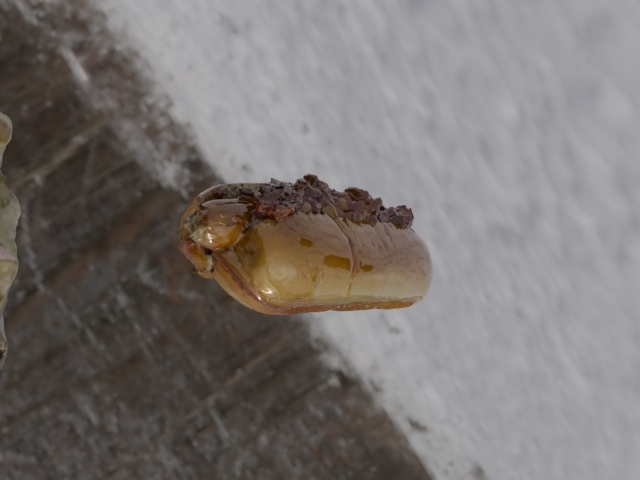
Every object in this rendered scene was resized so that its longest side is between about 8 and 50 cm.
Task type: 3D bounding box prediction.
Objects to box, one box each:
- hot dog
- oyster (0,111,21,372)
[{"bbox_3d":[0.000,0.000,0.895,0.102,0.076,0.249,35,-164,30],"label":"hot dog"},{"bbox_3d":[-0.284,0.082,0.839,0.221,0.361,0.096,51,-163,-2],"label":"oyster"}]
